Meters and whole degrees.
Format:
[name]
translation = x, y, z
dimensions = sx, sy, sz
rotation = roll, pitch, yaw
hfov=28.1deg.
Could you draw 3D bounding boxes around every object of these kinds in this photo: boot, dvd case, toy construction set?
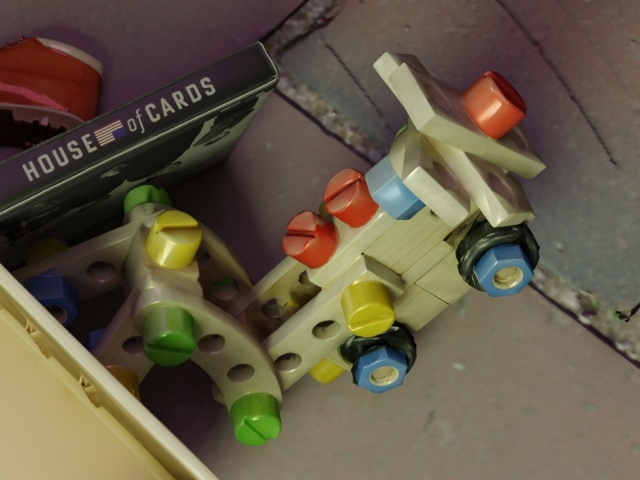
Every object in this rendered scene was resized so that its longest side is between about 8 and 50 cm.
[boot]
translation = -0.231, -0.111, 0.902
dimensions = 0.157, 0.059, 0.085
rotation = 13, 61, -2
[dvd case]
translation = -0.124, -0.042, 0.766
dimensions = 0.179, 0.238, 0.030
rotation = -28, 90, -13
[toy construction set]
translation = 0.000, 0.000, 0.724
dimensions = 0.327, 0.215, 0.151
rotation = -31, 44, 35

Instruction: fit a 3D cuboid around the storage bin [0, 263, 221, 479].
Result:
[storage bin]
translation = -0.232, 0.130, 0.638
dimensions = 0.262, 0.123, 0.260
rotation = 44, 75, 6
